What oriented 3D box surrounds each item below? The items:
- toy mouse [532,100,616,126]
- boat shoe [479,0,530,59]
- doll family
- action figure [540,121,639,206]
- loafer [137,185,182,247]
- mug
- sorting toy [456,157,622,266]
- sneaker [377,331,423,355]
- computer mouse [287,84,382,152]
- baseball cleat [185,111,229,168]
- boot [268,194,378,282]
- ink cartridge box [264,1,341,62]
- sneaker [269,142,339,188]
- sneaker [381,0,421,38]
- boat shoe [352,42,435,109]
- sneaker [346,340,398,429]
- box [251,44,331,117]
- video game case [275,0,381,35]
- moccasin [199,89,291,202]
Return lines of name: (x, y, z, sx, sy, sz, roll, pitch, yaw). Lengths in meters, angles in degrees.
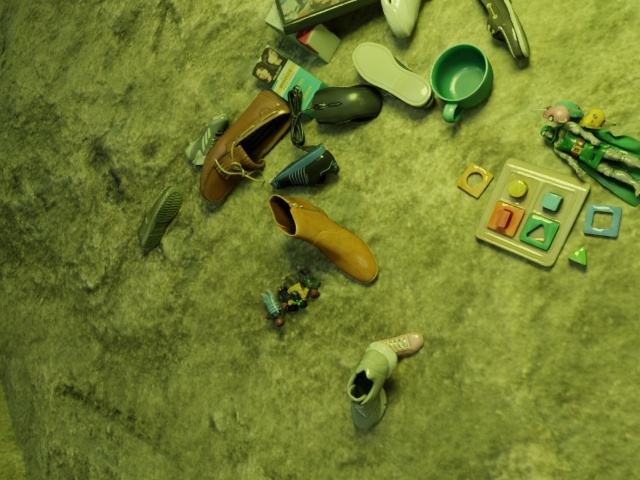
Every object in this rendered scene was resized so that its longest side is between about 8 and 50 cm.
toy mouse: (0.502, -0.264, 0.982, 0.143, 0.160, 0.031, 36, 130, 44)
boat shoe: (0.407, -0.496, 1.082, 0.068, 0.081, 0.228, -23, 68, 31)
doll family: (-0.085, 0.162, 1.339, 0.193, 0.076, 0.111, -39, 72, 29)
action figure: (0.549, -0.175, 0.968, 0.232, 0.063, 0.137, 42, 142, 34)
loafer: (-0.559, -0.091, 1.631, 0.087, 0.094, 0.251, 43, 108, 22)
mug: (0.321, -0.362, 1.111, 0.158, 0.097, 0.130, -46, 66, 21)
sorting toy: (0.449, -0.066, 1.040, 0.347, 0.047, 0.196, 27, 100, 30)
sneaker: (0.181, 0.260, 1.167, 0.134, 0.070, 0.051, -23, 73, 27)
computer mouse: (0.029, -0.321, 1.278, 0.261, 0.060, 0.184, 4, 103, 15)
baseball cleat: (-0.346, -0.312, 1.544, 0.205, 0.072, 0.110, -37, 82, 29)
boot: (0.000, -0.001, 1.214, 0.295, 0.211, 0.104, 47, 110, 25)
ink cartridge box: (-0.050, -0.583, 1.336, 0.175, 0.127, 0.072, 39, 105, 27)
sneaker: (-0.047, -0.180, 1.335, 0.232, 0.081, 0.090, -23, 113, 46)
sneaker: (0.268, -0.676, 1.142, 0.210, 0.137, 0.366, 5, 86, 34)
boat shoe: (0.186, -0.411, 1.208, 0.254, 0.079, 0.095, 39, 102, 25)
sneaker: (0.099, 0.366, 1.147, 0.099, 0.121, 0.263, 25, 124, 30)
box: (-0.088, -0.462, 1.390, 0.244, 0.060, 0.101, 42, 107, 26)
video game case: (0.010, -0.676, 1.267, 0.274, 0.035, 0.249, -17, 61, 6)
moccasin: (-0.219, -0.256, 1.422, 0.380, 0.139, 0.147, -44, 57, 11)
